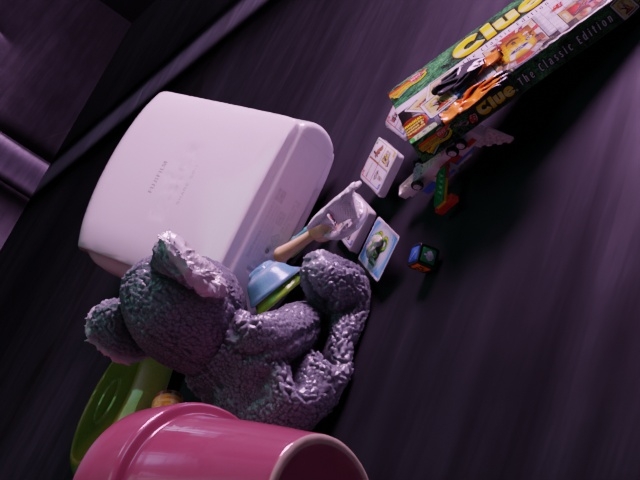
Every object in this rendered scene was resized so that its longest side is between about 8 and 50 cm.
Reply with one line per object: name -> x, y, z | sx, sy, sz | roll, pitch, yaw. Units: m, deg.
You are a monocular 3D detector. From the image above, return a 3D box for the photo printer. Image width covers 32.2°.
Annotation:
photo printer -> -0.159, -0.054, 1.379 | 0.308, 0.107, 0.256 | 18, 77, 41

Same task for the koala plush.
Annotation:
koala plush -> -0.096, 0.086, 1.044 | 0.196, 0.221, 0.203 | -38, 28, 38

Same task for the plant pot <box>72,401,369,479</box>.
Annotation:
plant pot -> -0.065, 0.220, 0.850 | 0.180, 0.201, 0.201 | -14, 43, 39

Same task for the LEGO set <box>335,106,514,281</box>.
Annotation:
LEGO set -> 0.097, -0.049, 1.109 | 0.182, 0.060, 0.244 | -65, 18, 10

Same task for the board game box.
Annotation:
board game box -> 0.183, -0.181, 1.027 | 0.260, 0.030, 0.136 | -36, 24, 11

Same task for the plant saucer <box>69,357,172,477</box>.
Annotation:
plant saucer -> -0.266, 0.217, 1.453 | 0.241, 0.037, 0.241 | -48, 22, 27

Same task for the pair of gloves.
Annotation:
pair of gloves -> 0.133, -0.140, 0.985 | 0.074, 0.010, 0.083 | -32, 27, 18

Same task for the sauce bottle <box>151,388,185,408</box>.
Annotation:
sauce bottle -> -0.177, 0.224, 1.267 | 0.042, 0.042, 0.128 | -47, 25, 22

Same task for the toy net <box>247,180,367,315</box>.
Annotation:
toy net -> 0.000, 0.000, 1.184 | 0.122, 0.045, 0.232 | -37, -2, -39
